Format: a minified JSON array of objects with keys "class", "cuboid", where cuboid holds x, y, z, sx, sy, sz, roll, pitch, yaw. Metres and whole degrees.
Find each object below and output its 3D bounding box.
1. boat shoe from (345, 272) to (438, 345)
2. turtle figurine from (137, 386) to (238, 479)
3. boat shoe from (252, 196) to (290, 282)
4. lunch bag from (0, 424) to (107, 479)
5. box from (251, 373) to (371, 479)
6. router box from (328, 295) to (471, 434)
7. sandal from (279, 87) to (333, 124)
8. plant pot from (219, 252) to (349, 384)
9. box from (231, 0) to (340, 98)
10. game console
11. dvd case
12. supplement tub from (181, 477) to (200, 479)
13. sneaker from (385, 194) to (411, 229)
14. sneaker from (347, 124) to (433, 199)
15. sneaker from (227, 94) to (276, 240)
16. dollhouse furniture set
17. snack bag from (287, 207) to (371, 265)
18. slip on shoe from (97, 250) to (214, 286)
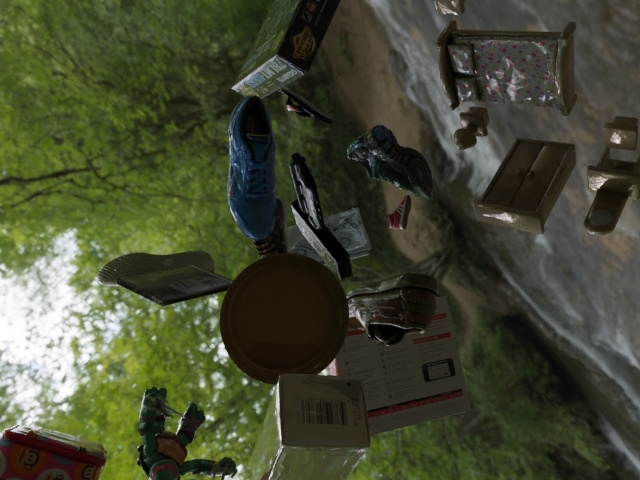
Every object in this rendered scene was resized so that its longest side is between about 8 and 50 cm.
[{"class":"boat shoe","cuboid":[0.116,0.149,1.096,0.111,0.104,0.307,14,158,-15]},{"class":"turtle figurine","cuboid":[-0.228,0.312,0.862,0.175,0.118,0.234,52,172,-16]},{"class":"boat shoe","cuboid":[-0.099,0.007,1.031,0.083,0.065,0.183,7,-104,-64]},{"class":"lunch bag","cuboid":[-0.616,0.484,1.236,0.258,0.120,0.293,22,158,-16]},{"class":"box","cuboid":[-0.029,0.364,0.975,0.148,0.311,0.121,5,-134,-12]},{"class":"router box","cuboid":[0.193,0.317,1.431,0.082,0.335,0.301,141,121,-71]},{"class":"sandal","cuboid":[-0.043,-0.298,1.265,0.067,0.040,0.179,4,-148,-51]},{"class":"plant pot","cuboid":[-0.064,0.140,1.008,0.236,0.236,0.032,47,169,-11]},{"class":"box","cuboid":[-0.048,-0.431,1.077,0.073,0.293,0.295,25,172,-22]},{"class":"game console","cuboid":[-0.008,-0.054,1.310,0.213,0.044,0.361,51,167,29]},{"class":"dvd case","cuboid":[-0.320,0.097,1.275,0.164,0.018,0.221,17,-164,35]},{"class":"supplement tub","cuboid":[-0.355,0.719,1.245,0.228,0.228,0.316,50,-138,10]},{"class":"sneaker","cuboid":[0.240,-0.089,1.730,0.067,0.118,0.042,1,152,34]},{"class":"sneaker","cuboid":[0.228,-0.231,1.745,0.341,0.140,0.125,36,-130,-34]},{"class":"sneaker","cuboid":[-0.097,-0.105,0.806,0.082,0.069,0.209,165,102,-73]},{"class":"dollhouse furniture set","cuboid":[0.310,-0.189,0.836,0.303,0.174,0.355,16,150,37]},{"class":"snack bag","cuboid":[0.000,0.000,1.942,0.342,0.323,0.037,-99,-8,-64]},{"class":"slip on shoe","cuboid":[-0.449,0.098,1.534,0.123,0.331,0.101,-87,-8,-51]}]
